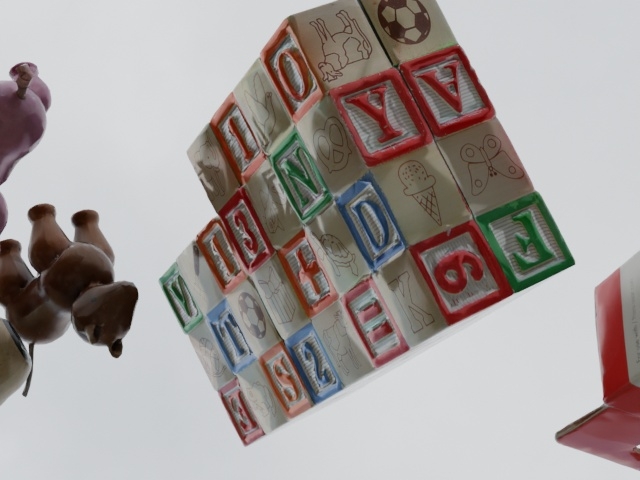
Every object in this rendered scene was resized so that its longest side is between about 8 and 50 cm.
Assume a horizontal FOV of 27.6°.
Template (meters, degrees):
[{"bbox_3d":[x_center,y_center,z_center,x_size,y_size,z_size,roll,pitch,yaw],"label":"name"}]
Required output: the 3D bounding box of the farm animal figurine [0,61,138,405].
[{"bbox_3d":[-0.260,0.045,0.723,0.326,0.330,0.172,-23,-118,11],"label":"farm animal figurine"}]

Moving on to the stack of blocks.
[{"bbox_3d":[0.000,0.000,0.761,0.171,0.087,0.297,63,-29,8],"label":"stack of blocks"}]

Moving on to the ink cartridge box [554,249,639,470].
[{"bbox_3d":[0.230,0.038,0.642,0.134,0.078,0.231,20,-41,-19],"label":"ink cartridge box"}]
